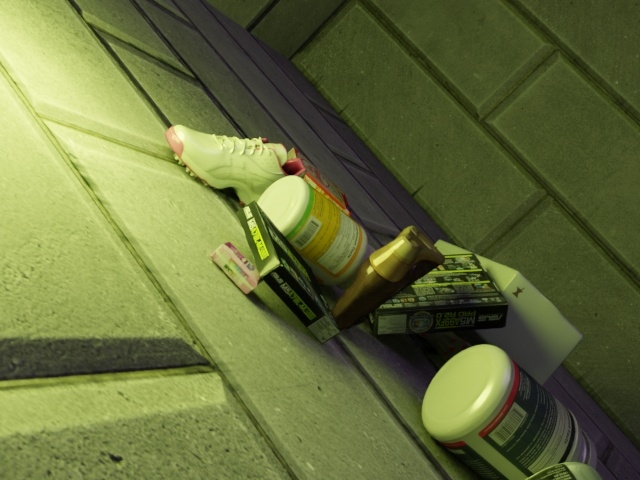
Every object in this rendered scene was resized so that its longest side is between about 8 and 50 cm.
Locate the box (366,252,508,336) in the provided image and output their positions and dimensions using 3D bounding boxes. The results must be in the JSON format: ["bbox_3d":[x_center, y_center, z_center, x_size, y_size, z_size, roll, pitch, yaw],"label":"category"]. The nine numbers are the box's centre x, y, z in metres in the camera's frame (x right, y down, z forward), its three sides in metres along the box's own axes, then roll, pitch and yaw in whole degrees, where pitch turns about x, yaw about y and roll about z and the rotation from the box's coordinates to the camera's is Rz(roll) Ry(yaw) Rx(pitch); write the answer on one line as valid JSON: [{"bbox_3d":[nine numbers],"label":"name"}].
[{"bbox_3d":[0.218,0.106,1.696,0.270,0.060,0.216,-3,27,-9],"label":"box"}]

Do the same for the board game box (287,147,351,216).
[{"bbox_3d":[-0.010,-0.141,2.132,0.193,0.045,0.147,41,14,-21],"label":"board game box"}]

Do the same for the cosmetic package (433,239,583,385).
[{"bbox_3d":[0.387,0.159,1.962,0.230,0.161,0.453,42,-3,-15],"label":"cosmetic package"}]

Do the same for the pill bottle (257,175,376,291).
[{"bbox_3d":[0.000,0.000,1.531,0.246,0.136,0.136,37,16,-34],"label":"pill bottle"}]

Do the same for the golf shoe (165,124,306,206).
[{"bbox_3d":[-0.149,-0.152,1.526,0.306,0.140,0.115,29,22,-47],"label":"golf shoe"}]

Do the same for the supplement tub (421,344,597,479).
[{"bbox_3d":[0.327,0.328,1.439,0.272,0.191,0.191,42,14,-18],"label":"supplement tub"}]

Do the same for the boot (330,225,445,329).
[{"bbox_3d":[0.116,0.072,1.519,0.090,0.207,0.248,48,16,17],"label":"boot"}]

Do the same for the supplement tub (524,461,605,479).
[{"bbox_3d":[0.388,0.486,1.148,0.193,0.193,0.316,35,18,-40],"label":"supplement tub"}]

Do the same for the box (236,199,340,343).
[{"bbox_3d":[-0.053,0.051,1.348,0.190,0.045,0.184,51,9,-37],"label":"box"}]

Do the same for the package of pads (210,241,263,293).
[{"bbox_3d":[-0.125,0.041,1.252,0.083,0.032,0.050,46,9,0],"label":"package of pads"}]

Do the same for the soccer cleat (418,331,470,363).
[{"bbox_3d":[0.274,0.222,1.883,0.196,0.068,0.076,41,11,-10],"label":"soccer cleat"}]
